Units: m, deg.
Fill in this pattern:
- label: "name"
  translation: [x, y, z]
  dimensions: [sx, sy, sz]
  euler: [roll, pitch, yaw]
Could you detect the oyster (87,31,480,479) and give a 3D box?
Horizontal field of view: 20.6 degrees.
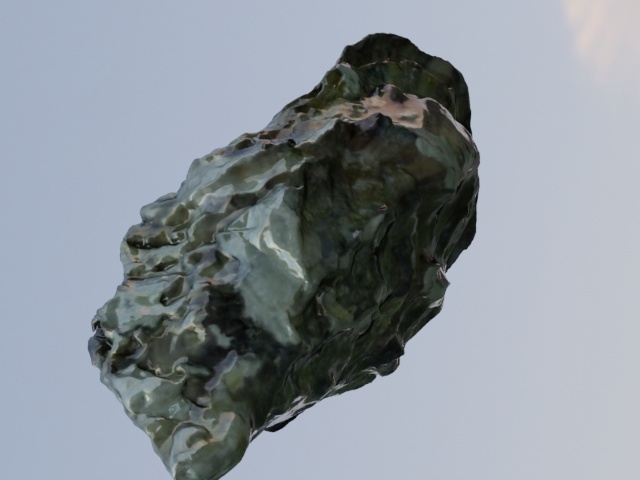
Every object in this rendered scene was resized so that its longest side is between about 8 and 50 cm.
- label: "oyster"
  translation: [-0.003, 0.000, 0.768]
  dimensions: [0.252, 0.087, 0.199]
  euler: [4, -91, -54]
